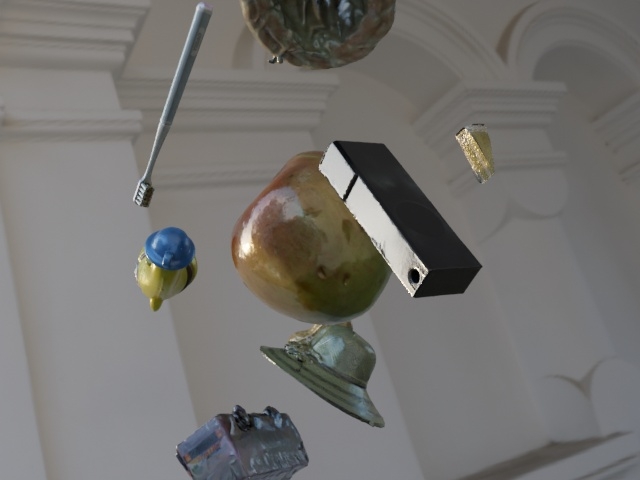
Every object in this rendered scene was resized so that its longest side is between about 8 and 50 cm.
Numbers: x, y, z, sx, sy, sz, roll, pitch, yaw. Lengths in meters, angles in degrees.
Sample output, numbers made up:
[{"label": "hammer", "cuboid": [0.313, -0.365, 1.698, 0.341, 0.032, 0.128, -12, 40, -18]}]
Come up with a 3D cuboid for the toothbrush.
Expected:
[{"label": "toothbrush", "cuboid": [-0.236, -0.208, 1.170, 0.025, 0.030, 0.342, 7, -67, -42]}]

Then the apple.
[{"label": "apple", "cuboid": [0.000, 0.000, 1.464, 0.338, 0.305, 0.338, -50, 5, 7]}]

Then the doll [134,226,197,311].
[{"label": "doll", "cuboid": [-0.354, 0.065, 1.707, 0.145, 0.200, 0.363, 10, -10, -11]}]

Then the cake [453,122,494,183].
[{"label": "cake", "cuboid": [0.336, -0.182, 1.551, 0.065, 0.121, 0.052, -15, -14, -40]}]

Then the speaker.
[{"label": "speaker", "cuboid": [0.083, -0.030, 0.827, 0.082, 0.218, 0.044, -1, -48, -34]}]

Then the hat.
[{"label": "hat", "cuboid": [0.030, 0.199, 1.232, 0.110, 0.252, 0.252, -59, -19, -3]}]

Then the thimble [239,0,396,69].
[{"label": "thimble", "cuboid": [-0.007, -0.333, 0.911, 0.195, 0.148, 0.229, -10, -35, 2]}]

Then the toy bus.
[{"label": "toy bus", "cuboid": [-0.123, 0.378, 1.328, 0.112, 0.138, 0.317, -40, -22, 10]}]

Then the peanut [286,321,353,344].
[{"label": "peanut", "cuboid": [-0.005, 0.241, 1.867, 0.192, 0.089, 0.089, -30, -19, 15]}]
